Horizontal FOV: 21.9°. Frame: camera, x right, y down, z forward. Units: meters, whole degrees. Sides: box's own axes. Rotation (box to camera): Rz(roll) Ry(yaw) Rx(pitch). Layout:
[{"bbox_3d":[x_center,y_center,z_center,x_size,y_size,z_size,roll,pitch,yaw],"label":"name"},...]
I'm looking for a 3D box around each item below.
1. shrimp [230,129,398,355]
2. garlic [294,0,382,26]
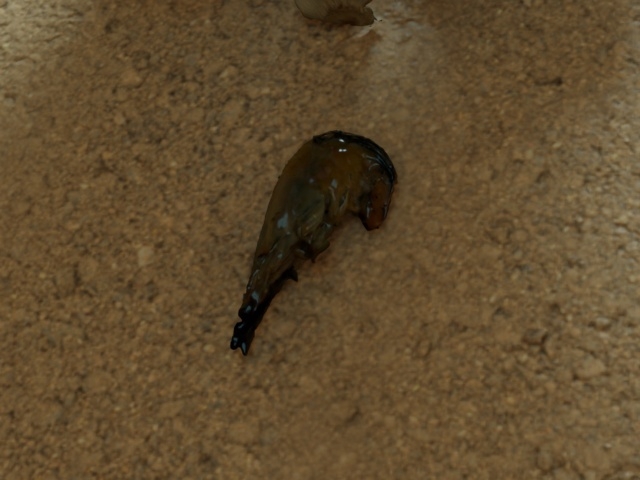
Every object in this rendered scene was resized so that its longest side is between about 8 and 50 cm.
[{"bbox_3d":[-0.009,-0.002,1.640,0.117,0.066,0.262,11,65,20],"label":"shrimp"},{"bbox_3d":[0.017,-0.284,1.798,0.113,0.074,0.094,-7,67,28],"label":"garlic"}]
